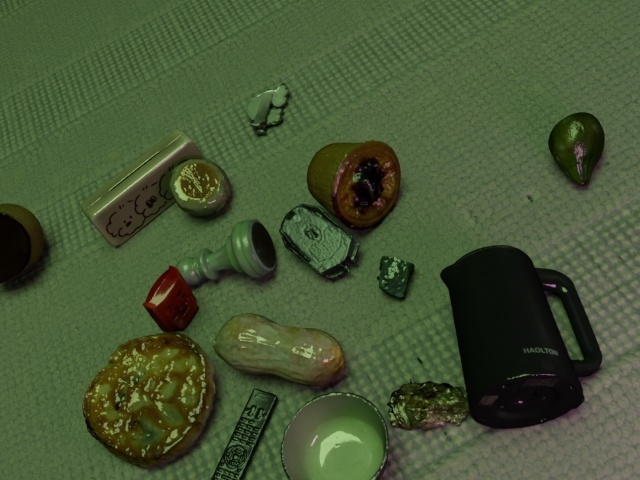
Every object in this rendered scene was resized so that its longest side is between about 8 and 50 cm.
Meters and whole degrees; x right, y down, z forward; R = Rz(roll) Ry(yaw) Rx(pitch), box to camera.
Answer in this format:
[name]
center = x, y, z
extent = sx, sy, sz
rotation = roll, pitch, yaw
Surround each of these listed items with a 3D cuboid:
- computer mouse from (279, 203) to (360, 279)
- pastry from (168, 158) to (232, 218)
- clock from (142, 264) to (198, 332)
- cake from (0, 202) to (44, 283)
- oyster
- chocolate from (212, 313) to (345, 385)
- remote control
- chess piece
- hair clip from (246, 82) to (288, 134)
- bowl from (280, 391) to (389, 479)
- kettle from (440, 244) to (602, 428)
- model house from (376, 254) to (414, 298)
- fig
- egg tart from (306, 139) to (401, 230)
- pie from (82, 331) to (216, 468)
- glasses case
[computer mouse]
center = -0.001, 0.003, 1.799
extent = 0.231, 0.071, 0.126
rotation = 38, 87, 27
[pastry]
center = -0.309, -0.136, 1.975
extent = 0.165, 0.088, 0.166
rotation = 2, 73, -7
[clock]
center = -0.340, 0.142, 1.769
extent = 0.061, 0.155, 0.113
rotation = 23, 66, 21
[cake]
center = -0.832, 0.004, 2.052
extent = 0.185, 0.178, 0.208
rotation = 2, 94, 5
[oyster]
center = 0.217, 0.322, 1.505
extent = 0.177, 0.056, 0.105
rotation = 3, 49, 27
[chocolate]
center = -0.092, 0.229, 1.629
extent = 0.309, 0.134, 0.134
rotation = 7, 59, 26
[remote control]
center = -0.161, 0.424, 1.583
extent = 0.063, 0.025, 0.245
rotation = 12, 61, 26
[chess piece]
center = -0.251, 0.052, 1.835
extent = 0.271, 0.139, 0.139
rotation = -20, 51, 21
[hair clip]
center = -0.155, -0.368, 2.132
extent = 0.116, 0.049, 0.172
rotation = 2, 54, 16
[bowl]
center = 0.040, 0.408, 1.466
extent = 0.211, 0.112, 0.212
rotation = -10, 52, 14
[kettle]
center = 0.385, 0.169, 1.460
extent = 0.262, 0.203, 0.308
rotation = -15, 49, 12
[model house]
center = 0.160, 0.082, 1.697
extent = 0.078, 0.066, 0.083
rotation = 14, 79, 16
[fig]
center = 0.576, -0.200, 1.705
extent = 0.123, 0.123, 0.156
rotation = -13, 65, 11
[egg tart]
center = 0.077, -0.141, 1.800
extent = 0.215, 0.215, 0.170
rotation = -47, 39, -15
[pie]
center = -0.369, 0.349, 1.677
extent = 0.314, 0.092, 0.315
rotation = -9, 59, 15
[glasses case]
center = -0.457, -0.139, 2.017
extent = 0.336, 0.144, 0.076
rotation = -41, 52, -10
